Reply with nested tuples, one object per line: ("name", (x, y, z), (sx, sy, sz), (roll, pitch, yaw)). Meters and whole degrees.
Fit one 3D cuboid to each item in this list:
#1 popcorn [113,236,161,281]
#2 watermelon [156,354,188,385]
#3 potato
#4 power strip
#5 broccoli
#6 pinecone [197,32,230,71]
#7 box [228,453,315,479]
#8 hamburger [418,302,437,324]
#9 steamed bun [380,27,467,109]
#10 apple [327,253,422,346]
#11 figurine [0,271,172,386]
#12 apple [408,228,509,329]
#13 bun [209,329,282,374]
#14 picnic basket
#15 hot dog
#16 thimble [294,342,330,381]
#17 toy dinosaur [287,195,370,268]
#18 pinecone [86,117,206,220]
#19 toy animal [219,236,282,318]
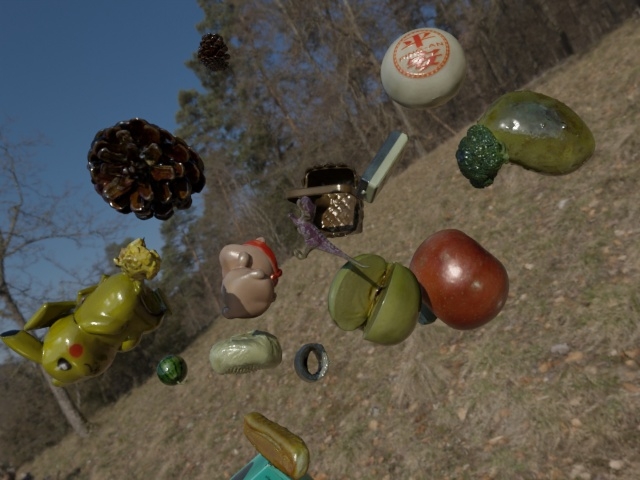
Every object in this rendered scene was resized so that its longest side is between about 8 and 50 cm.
("popcorn", (-0.335, 0.031, 0.869), (0.084, 0.084, 0.084), (-24, -4, -2))
("watermelon", (-0.484, 0.430, 1.536), (0.108, 0.109, 0.109), (-24, -4, -2))
("potato", (0.582, -0.288, 1.279), (0.210, 0.307, 0.173), (-53, -18, -17))
("power strip", (0.200, -0.234, 1.512), (0.257, 0.070, 0.105), (-54, -13, -26))
("broccoli", (0.413, -0.222, 1.210), (0.137, 0.162, 0.146), (-9, -30, -22))
("pinecone", (-0.239, -0.422, 1.054), (0.077, 0.083, 0.077), (4, 1, 0))
("box", (-0.171, 0.740, 1.298), (0.311, 0.205, 0.118), (-44, 8, 8))
("hamburger", (0.389, 0.269, 1.747), (0.084, 0.054, 0.121), (-5, 27, -29))
("steamed bun", (0.278, -0.475, 1.267), (0.231, 0.232, 0.145), (-24, -20, 2))
("apple", (0.170, 0.180, 1.443), (0.292, 0.291, 0.254), (89, -156, -86))
("figurine", (-0.512, 0.197, 1.050), (0.327, 0.169, 0.218), (-45, -40, -16))
("apple", (0.470, 0.134, 1.617), (0.277, 0.348, 0.348), (-51, -8, 8))
("bun", (-0.195, 0.292, 1.232), (0.188, 0.111, 0.164), (-6, -15, -7))
("picnic basket", (0.034, -0.153, 1.804), (0.254, 0.292, 0.321), (-2, -8, 20))
("hot dog", (-0.102, 0.450, 1.054), (0.061, 0.088, 0.285), (1, 1, -31))
("thimble", (-0.029, 0.380, 1.457), (0.102, 0.115, 0.090), (14, -22, -7))
("toy dinosaur", (-0.004, 0.001, 1.297), (0.072, 0.251, 0.199), (-31, 2, -33))
("pinecone", (-0.456, -0.176, 1.224), (0.298, 0.242, 0.296), (15, -2, -2))
("toy animal", (-0.175, 0.089, 1.160), (0.171, 0.171, 0.198), (-25, 26, 11))
